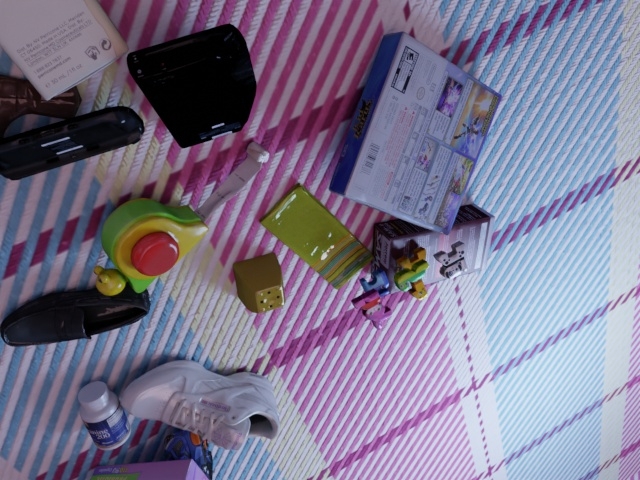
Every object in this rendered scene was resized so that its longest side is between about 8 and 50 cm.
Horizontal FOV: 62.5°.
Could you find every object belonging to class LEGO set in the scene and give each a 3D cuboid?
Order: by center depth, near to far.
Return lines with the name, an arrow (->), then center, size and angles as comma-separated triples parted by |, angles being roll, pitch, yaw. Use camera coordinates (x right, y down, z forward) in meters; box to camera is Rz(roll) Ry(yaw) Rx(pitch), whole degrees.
LEGO set -> 0.163, 0.086, 0.972 | 0.227, 0.087, 0.093 | -28, 110, -8

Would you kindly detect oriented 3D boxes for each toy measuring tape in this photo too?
toy measuring tape -> -0.221, -0.048, 0.791 | 0.330, 0.121, 0.121 | -46, 127, -4

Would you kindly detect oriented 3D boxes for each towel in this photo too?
towel -> 0.000, 0.000, 0.978 | 0.102, 0.021, 0.237 | -45, 127, 3

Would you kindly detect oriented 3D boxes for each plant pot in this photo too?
plant pot -> -0.101, 0.083, 0.939 | 0.082, 0.083, 0.081 | -16, 123, -18

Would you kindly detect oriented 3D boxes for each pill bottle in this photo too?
pill bottle -> -0.388, 0.312, 0.943 | 0.067, 0.067, 0.120 | -17, 124, -16

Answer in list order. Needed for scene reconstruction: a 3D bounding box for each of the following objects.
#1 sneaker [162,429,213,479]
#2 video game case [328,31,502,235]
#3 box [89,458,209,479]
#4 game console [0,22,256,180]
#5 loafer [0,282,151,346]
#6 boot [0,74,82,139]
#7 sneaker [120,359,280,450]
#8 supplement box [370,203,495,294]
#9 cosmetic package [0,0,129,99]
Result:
sneaker -> -0.271, 0.464, 1.092 | 0.087, 0.083, 0.221 | -5, 118, -5
video game case -> 0.166, -0.170, 0.898 | 0.244, 0.061, 0.269 | 18, 94, -32
box -> -0.312, 0.551, 1.036 | 0.214, 0.117, 0.243 | -10, 127, 14
game console -> -0.257, -0.157, 0.678 | 0.361, 0.213, 0.043 | -19, 80, -5
loafer -> -0.381, 0.120, 0.828 | 0.223, 0.078, 0.076 | -15, 123, -17
boot -> -0.376, -0.163, 0.696 | 0.114, 0.037, 0.106 | -4, 121, -29
sneaker -> -0.208, 0.308, 0.976 | 0.305, 0.152, 0.114 | 12, 114, -29
supplement box -> 0.224, 0.014, 1.062 | 0.240, 0.073, 0.130 | -11, 121, -20
cosmetic package -> -0.344, -0.319, 0.543 | 0.113, 0.160, 0.309 | -34, 128, -6
